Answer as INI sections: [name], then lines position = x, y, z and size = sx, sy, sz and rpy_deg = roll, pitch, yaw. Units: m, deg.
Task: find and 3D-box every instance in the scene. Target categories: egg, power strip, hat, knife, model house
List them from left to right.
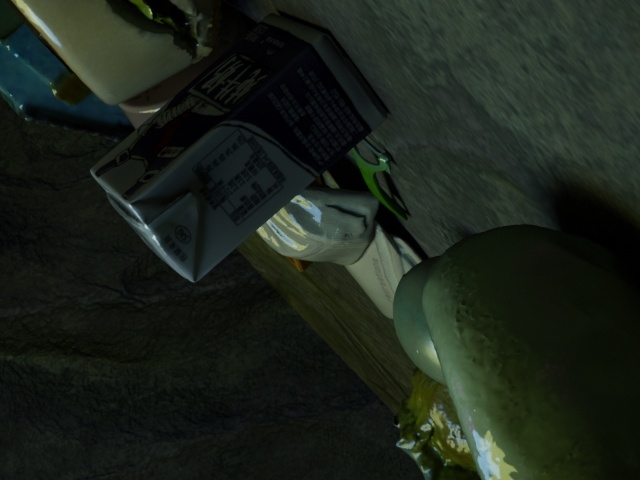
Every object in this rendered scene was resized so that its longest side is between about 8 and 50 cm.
[model house]
position = -0.272, -0.228, 1.997
size = 0.249, 0.230, 0.280
rpy_deg = 41, -179, -30
[power strip]
position = -0.118, -0.153, 1.647
size = 0.078, 0.154, 0.154
rpy_deg = 56, 170, -34
[hat]
position = 0.000, 0.000, 1.827
size = 0.219, 0.164, 0.226
rpy_deg = 39, 148, 59
[knife]
position = 0.053, -0.060, 1.621
size = 0.078, 0.022, 0.166
rpy_deg = 50, 174, 29
[egg]
position = 0.125, 0.071, 1.503
size = 0.152, 0.114, 0.114
rpy_deg = 41, 170, 45

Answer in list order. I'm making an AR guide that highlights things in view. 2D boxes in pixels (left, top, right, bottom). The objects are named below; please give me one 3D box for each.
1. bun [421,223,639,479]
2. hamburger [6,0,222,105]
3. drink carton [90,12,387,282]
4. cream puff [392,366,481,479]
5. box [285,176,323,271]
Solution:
[bun]
position = 0.187, 0.107, 1.144
size = 0.283, 0.179, 0.283
rpy_deg = -24, -90, -85
[hamburger]
position = -0.211, -0.262, 1.535
size = 0.302, 0.170, 0.302
rpy_deg = 50, 178, 3
[drink carton]
position = -0.073, -0.080, 1.436
size = 0.102, 0.222, 0.134
rpy_deg = 52, 173, -28
[cream puff]
position = 0.186, 0.230, 1.741
size = 0.282, 0.185, 0.282
rpy_deg = 45, 170, 11
[box]
position = -0.069, -0.076, 2.077
size = 0.174, 0.076, 0.274
rpy_deg = 45, 173, 16
